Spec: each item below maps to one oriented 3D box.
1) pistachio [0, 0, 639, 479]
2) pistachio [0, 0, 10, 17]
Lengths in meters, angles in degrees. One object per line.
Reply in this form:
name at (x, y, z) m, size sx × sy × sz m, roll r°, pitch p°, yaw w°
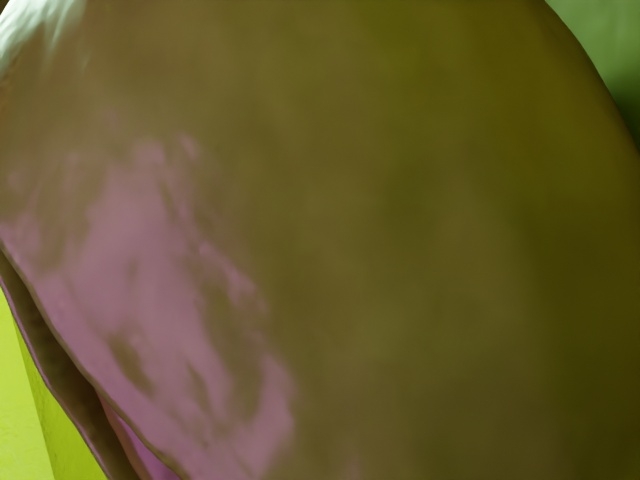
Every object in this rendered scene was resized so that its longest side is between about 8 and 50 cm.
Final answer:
pistachio at (0.000, 0.000, 0.486) m, size 0.230 × 0.230 × 0.308 m, roll 115°, pitch 135°, yaw -60°
pistachio at (-0.248, -0.228, 1.160) m, size 0.162 × 0.182 × 0.293 m, roll 46°, pitch -156°, yaw -50°
